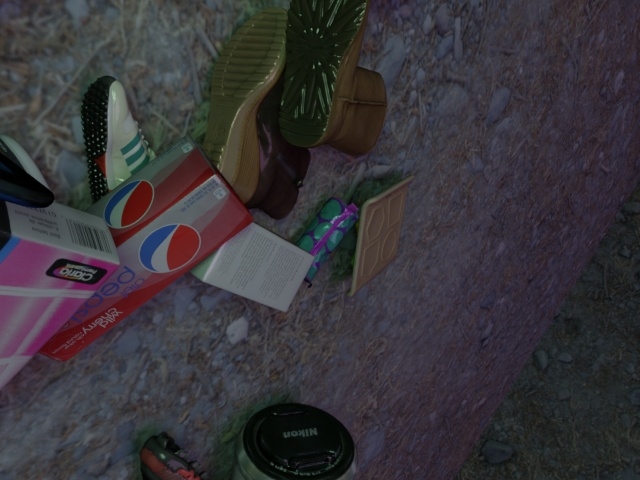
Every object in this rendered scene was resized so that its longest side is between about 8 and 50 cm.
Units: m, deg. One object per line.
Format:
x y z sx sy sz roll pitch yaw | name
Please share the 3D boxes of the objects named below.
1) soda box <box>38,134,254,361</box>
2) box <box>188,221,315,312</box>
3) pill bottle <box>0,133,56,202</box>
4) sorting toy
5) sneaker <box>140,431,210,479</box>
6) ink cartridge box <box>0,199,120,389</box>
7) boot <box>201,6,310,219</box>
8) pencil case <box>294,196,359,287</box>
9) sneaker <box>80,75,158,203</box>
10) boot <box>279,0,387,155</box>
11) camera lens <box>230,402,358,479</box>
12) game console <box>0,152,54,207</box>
-0.209 0.010 0.553 0.263 0.083 0.092 -38 143 -2 | soda box
-0.114 0.012 0.690 0.170 0.130 0.091 31 86 -53 | box
-0.334 -0.013 0.442 0.184 0.103 0.103 -34 134 -32 | pill bottle
0.109 -0.014 0.988 0.193 0.038 0.208 -32 139 -52 | sorting toy
-0.240 0.418 0.812 0.135 0.097 0.276 -36 136 -34 | sneaker
-0.348 0.096 0.407 0.371 0.069 0.175 -41 149 15 | ink cartridge box
-0.067 -0.159 0.708 0.207 0.090 0.249 20 91 -66 | boot
0.000 0.000 0.865 0.064 0.070 0.152 40 76 -14 | pencil case
-0.213 -0.102 0.571 0.075 0.057 0.161 -22 131 -43 | sneaker
0.038 -0.232 0.702 0.269 0.089 0.236 -25 135 -67 | boot
-0.058 0.461 0.949 0.219 0.219 0.275 -11 119 -45 | camera lens
-0.283 -0.160 0.260 0.173 0.293 0.250 -18 124 -44 | game console
